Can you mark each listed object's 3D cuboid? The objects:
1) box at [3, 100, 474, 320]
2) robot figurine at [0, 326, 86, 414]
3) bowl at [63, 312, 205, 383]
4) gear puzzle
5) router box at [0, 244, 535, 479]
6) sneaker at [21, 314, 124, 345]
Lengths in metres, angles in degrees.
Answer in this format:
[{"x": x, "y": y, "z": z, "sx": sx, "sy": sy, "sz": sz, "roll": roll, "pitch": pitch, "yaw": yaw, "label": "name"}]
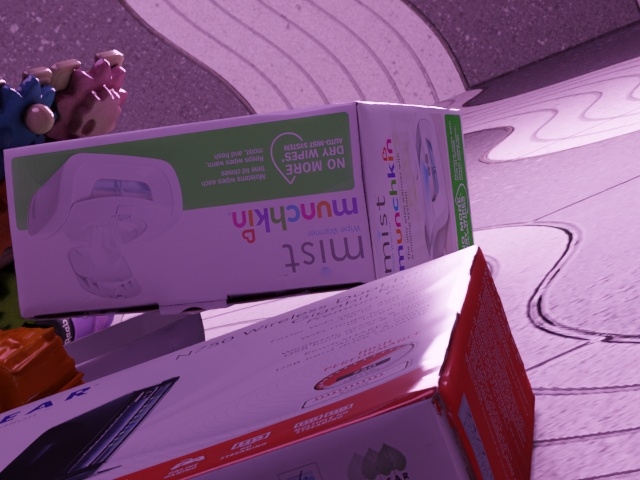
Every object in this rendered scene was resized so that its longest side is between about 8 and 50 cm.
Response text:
[{"x": -0.050, "y": -0.019, "z": 1.346, "sx": 0.262, "sy": 0.127, "sz": 0.231, "roll": -6, "pitch": 0, "yaw": 22, "label": "box"}, {"x": -0.288, "y": 0.132, "z": 1.252, "sx": 0.291, "sy": 0.085, "sz": 0.211, "roll": -14, "pitch": 21, "yaw": 48, "label": "robot figurine"}, {"x": -0.152, "y": 0.096, "z": 1.354, "sx": 0.142, "sy": 0.053, "sz": 0.142, "roll": -23, "pitch": 5, "yaw": -22, "label": "bowl"}, {"x": -0.236, "y": 0.022, "z": 1.436, "sx": 0.175, "sy": 0.044, "sz": 0.339, "roll": -22, "pitch": -40, "yaw": -53, "label": "gear puzzle"}, {"x": -0.085, "y": 0.116, "z": 0.778, "sx": 0.335, "sy": 0.082, "sz": 0.301, "roll": -20, "pitch": 6, "yaw": 9, "label": "router box"}, {"x": -0.335, "y": 0.087, "z": 1.865, "sx": 0.283, "sy": 0.107, "sz": 0.124, "roll": -17, "pitch": 13, "yaw": 34, "label": "sneaker"}]
